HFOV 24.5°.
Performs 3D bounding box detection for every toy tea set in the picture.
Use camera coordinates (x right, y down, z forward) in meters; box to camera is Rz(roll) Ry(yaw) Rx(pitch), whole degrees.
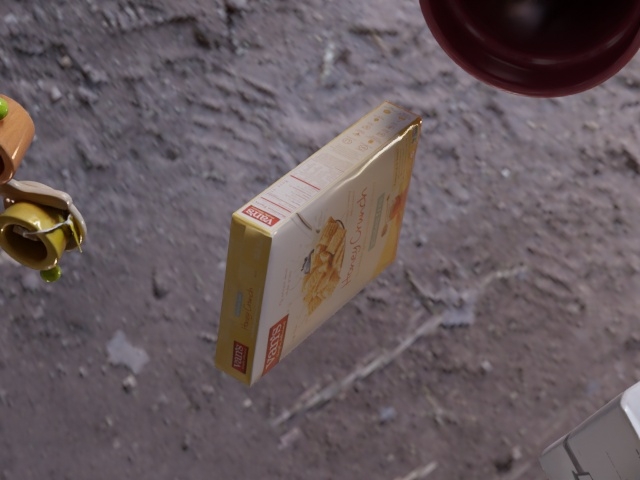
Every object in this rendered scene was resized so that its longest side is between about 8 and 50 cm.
[{"bbox_3d":[-0.344,-0.075,1.277,0.124,0.200,0.336,-60,148,-38],"label":"toy tea set"}]

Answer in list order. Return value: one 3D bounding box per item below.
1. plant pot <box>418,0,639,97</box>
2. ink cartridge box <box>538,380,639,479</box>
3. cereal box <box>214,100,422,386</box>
[{"bbox_3d":[0.202,-0.252,1.282,0.201,0.180,0.201,11,126,15],"label":"plant pot"},{"bbox_3d":[0.180,0.070,0.545,0.160,0.092,0.219,-29,167,-4],"label":"ink cartridge box"},{"bbox_3d":[0.000,0.000,1.305,0.240,0.047,0.173,-40,149,-44],"label":"cereal box"}]
